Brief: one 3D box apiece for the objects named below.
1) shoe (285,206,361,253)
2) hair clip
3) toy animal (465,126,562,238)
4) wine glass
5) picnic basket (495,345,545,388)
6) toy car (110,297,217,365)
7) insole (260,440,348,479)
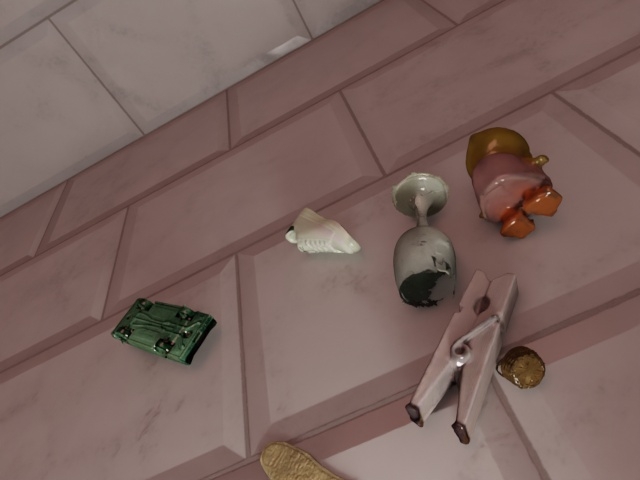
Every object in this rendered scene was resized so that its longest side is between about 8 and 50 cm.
[{"bbox_3d":[0.000,0.000,1.307,0.110,0.095,0.265,-46,34,-7],"label":"shoe"},{"bbox_3d":[0.269,0.192,0.901,0.101,0.085,0.330,8,52,38],"label":"hair clip"},{"bbox_3d":[0.407,-0.149,1.116,0.195,0.169,0.281,-51,20,39],"label":"toy animal"},{"bbox_3d":[0.224,-0.005,1.105,0.143,0.143,0.321,-14,42,23],"label":"wine glass"},{"bbox_3d":[0.340,0.212,0.859,0.072,0.072,0.083,-35,6,-2],"label":"picnic basket"},{"bbox_3d":[-0.420,0.242,1.329,0.321,0.097,0.141,4,52,37],"label":"toy car"},{"bbox_3d":[-0.023,0.433,0.908,0.248,0.011,0.081,9,53,41],"label":"insole"}]
